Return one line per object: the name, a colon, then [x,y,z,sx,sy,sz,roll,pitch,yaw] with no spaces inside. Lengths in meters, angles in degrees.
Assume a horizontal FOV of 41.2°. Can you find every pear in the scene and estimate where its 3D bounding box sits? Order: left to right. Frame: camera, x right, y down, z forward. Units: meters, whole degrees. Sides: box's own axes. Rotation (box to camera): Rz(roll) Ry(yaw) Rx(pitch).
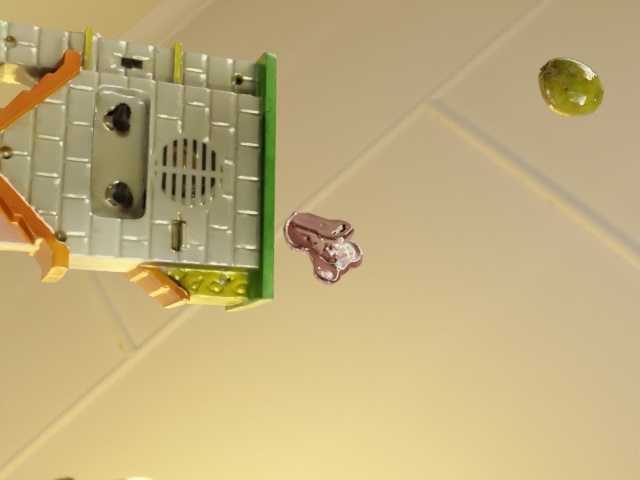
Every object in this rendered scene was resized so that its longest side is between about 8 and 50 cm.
pear: [0.462,-0.283,1.580,0.131,0.107,0.107,29,-109,2]

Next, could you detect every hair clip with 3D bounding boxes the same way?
hair clip: [0.000,0.010,1.581,0.138,0.102,0.123,15,-145,28]

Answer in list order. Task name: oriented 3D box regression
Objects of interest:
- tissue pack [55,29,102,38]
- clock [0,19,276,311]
tissue pack: [-0.592,-0.390,2.007,0.148,0.092,0.196,4,-97,6]
clock: [-0.172,-0.059,0.718,0.106,0.255,0.220,156,-63,-65]
